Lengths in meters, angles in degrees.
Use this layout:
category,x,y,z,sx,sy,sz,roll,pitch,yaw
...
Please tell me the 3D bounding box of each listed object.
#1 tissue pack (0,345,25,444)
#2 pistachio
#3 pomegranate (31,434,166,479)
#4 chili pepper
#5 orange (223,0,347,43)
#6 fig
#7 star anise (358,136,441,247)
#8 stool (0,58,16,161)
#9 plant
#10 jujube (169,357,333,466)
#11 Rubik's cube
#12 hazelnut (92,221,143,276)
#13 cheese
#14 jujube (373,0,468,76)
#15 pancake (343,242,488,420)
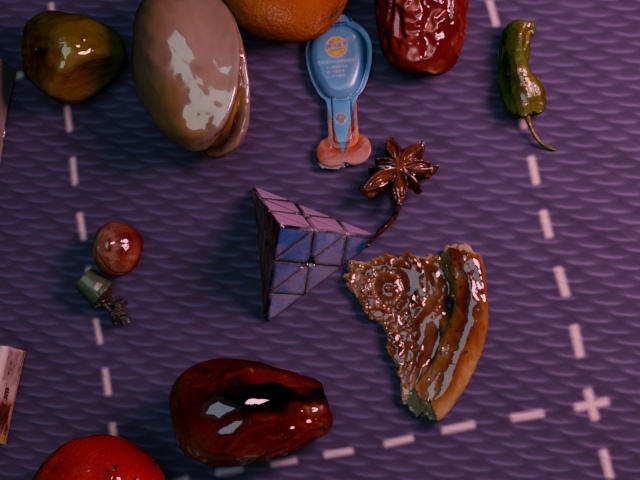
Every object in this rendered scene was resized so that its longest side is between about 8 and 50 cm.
category,x,y,z,sx,sy,sz,roll,pitch,yaw
tissue pack,-0.530,0.231,1.937,0.106,0.099,0.149,7,80,10
pistachio,-0.192,-0.266,1.944,0.197,0.166,0.288,-30,76,24
pomegranate,-0.326,0.395,1.825,0.210,0.210,0.235,29,113,13
chili pepper,0.307,-0.237,1.913,0.073,0.072,0.204,-8,77,5
orange,-0.054,-0.401,1.946,0.206,0.206,0.206,-2,79,9
fig,-0.393,-0.293,2.009,0.165,0.144,0.154,-8,41,-1
star anise,0.108,-0.074,1.910,0.097,0.070,0.191,28,65,11
stool,-0.650,-0.236,1.964,0.243,0.270,0.170,6,81,10
plant,-0.332,0.091,1.963,0.102,0.051,0.051,43,88,1
jujube,-0.101,0.247,1.844,0.236,0.168,0.168,-4,78,-10
Rubik's cube,0.000,0.000,1.888,0.178,0.190,0.211,-6,82,-10
hazelnut,-0.317,0.013,1.958,0.086,0.086,0.086,-2,79,9
cheese,0.031,-0.236,1.977,0.106,0.037,0.256,-4,80,9
jujube,0.152,-0.367,1.930,0.155,0.155,0.230,1,89,9
pancake,0.133,0.110,1.880,0.244,0.057,0.266,25,84,14
